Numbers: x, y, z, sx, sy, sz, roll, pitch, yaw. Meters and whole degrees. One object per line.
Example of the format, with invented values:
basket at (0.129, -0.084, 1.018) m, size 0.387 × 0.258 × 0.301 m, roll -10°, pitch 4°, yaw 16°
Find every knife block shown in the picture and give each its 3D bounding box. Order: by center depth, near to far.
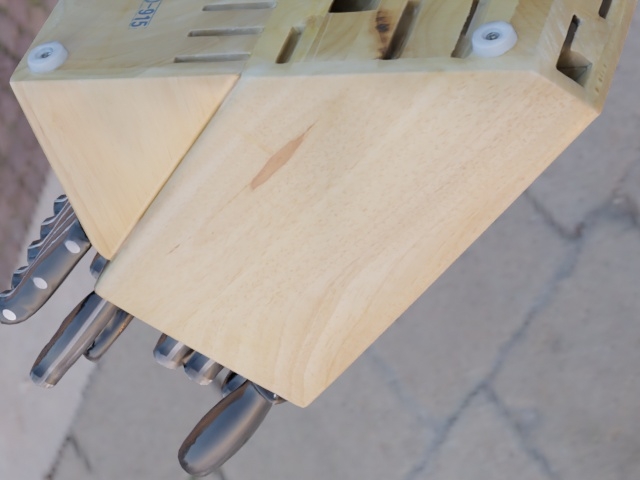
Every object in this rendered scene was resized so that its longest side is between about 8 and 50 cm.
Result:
knife block at (0.000, 0.000, 0.674) m, size 0.276 × 0.088 × 0.242 m, roll 0°, pitch 136°, yaw 25°
